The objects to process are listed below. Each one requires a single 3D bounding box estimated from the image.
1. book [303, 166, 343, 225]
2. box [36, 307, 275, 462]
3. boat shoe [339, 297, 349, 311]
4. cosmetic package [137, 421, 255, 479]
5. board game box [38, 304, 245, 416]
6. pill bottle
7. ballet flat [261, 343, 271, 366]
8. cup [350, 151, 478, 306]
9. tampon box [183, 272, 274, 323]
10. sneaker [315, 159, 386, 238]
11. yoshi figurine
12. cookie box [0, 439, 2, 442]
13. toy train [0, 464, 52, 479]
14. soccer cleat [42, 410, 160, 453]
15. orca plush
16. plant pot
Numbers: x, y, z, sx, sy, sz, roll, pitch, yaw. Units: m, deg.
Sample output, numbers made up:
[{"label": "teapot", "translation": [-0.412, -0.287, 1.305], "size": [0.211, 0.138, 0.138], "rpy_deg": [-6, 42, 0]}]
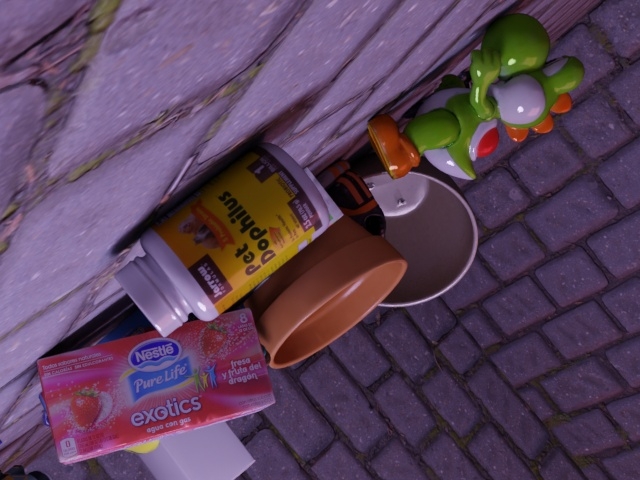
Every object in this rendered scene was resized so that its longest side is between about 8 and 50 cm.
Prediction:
[{"label": "book", "translation": [-0.049, -0.031, 1.489], "size": [0.144, 0.096, 0.035], "rpy_deg": [-38, 178, -13]}, {"label": "box", "translation": [-0.231, 0.207, 1.362], "size": [0.300, 0.142, 0.154], "rpy_deg": [-13, 168, -14]}, {"label": "boat shoe", "translation": [-0.067, 0.104, 1.875], "size": [0.306, 0.113, 0.105], "rpy_deg": [1, 176, 26]}, {"label": "cosmetic package", "translation": [-0.334, 0.402, 2.116], "size": [0.155, 0.365, 0.197], "rpy_deg": [-37, 178, -34]}, {"label": "board game box", "translation": [-0.283, 0.220, 1.715], "size": [0.308, 0.086, 0.302], "rpy_deg": [-40, 159, 20]}, {"label": "pill bottle", "translation": [-0.104, 0.002, 1.005], "size": [0.215, 0.117, 0.117], "rpy_deg": [-39, 178, -11]}, {"label": "ballet flat", "translation": [-0.245, 0.236, 1.498], "size": [0.342, 0.124, 0.116], "rpy_deg": [-6, -162, -19]}, {"label": "cup", "translation": [0.151, -0.063, 2.022], "size": [0.331, 0.331, 0.237], "rpy_deg": [-40, -155, 25]}, {"label": "tampon box", "translation": [-0.167, 0.068, 1.492], "size": [0.120, 0.101, 0.161], "rpy_deg": [-38, 177, -28]}, {"label": "sneaker", "translation": [0.000, 0.000, 1.828], "size": [0.124, 0.180, 0.321], "rpy_deg": [-37, 177, -42]}, {"label": "yoshi figurine", "translation": [0.244, -0.251, 1.590], "size": [0.362, 0.203, 0.203], "rpy_deg": [-25, 138, 3]}, {"label": "cookie box", "translation": [-0.518, 0.308, 1.410], "size": [0.092, 0.040, 0.107], "rpy_deg": [-38, 178, -18]}, {"label": "toy train", "translation": [-0.684, 0.565, 1.955], "size": [0.190, 0.142, 0.334], "rpy_deg": [-5, -168, 21]}, {"label": "soccer cleat", "translation": [-0.438, 0.375, 1.921], "size": [0.289, 0.093, 0.121], "rpy_deg": [7, -170, 38]}, {"label": "orca plush", "translation": [0.269, -0.261, 1.956], "size": [0.151, 0.102, 0.287], "rpy_deg": [-40, 178, 17]}, {"label": "plant pot", "translation": [-0.025, 0.051, 1.654], "size": [0.291, 0.203, 0.291], "rpy_deg": [-34, 163, -12]}]
